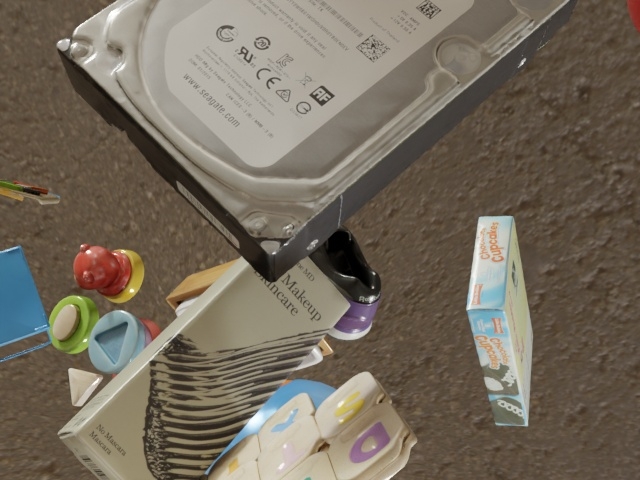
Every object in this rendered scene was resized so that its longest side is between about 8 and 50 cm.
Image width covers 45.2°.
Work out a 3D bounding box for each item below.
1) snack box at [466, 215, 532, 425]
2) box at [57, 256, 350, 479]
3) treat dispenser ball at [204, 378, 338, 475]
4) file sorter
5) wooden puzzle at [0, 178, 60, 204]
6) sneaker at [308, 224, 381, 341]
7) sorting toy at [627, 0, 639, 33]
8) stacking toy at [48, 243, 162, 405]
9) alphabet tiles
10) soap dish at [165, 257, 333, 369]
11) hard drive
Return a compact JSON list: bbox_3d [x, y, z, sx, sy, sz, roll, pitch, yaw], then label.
[{"bbox_3d":[0.296,0.137,1.243,0.060,0.322,0.187,-2,46,21],"label":"snack box"},{"bbox_3d":[-0.104,0.121,0.733,0.113,0.094,0.275,47,60,-8],"label":"box"},{"bbox_3d":[-0.043,0.350,1.138,0.288,0.288,0.288,2,75,-8],"label":"treat dispenser ball"},{"bbox_3d":[-0.576,0.120,1.407,0.118,0.104,0.170,-19,71,-22],"label":"file sorter"},{"bbox_3d":[-0.361,-0.062,0.935,0.079,0.116,0.014,18,94,-8],"label":"wooden puzzle"},{"bbox_3d":[0.000,0.000,1.118,0.107,0.124,0.283,-20,57,-32],"label":"sneaker"},{"bbox_3d":[0.406,-0.254,0.749,0.089,0.255,0.257,-20,53,-6],"label":"sorting toy"},{"bbox_3d":[-0.494,0.181,1.635,0.279,0.130,0.309,-34,61,15],"label":"stacking toy"},{"bbox_3d":[-0.060,0.204,0.551,0.284,0.278,0.021,-38,102,-1],"label":"alphabet tiles"},{"bbox_3d":[-0.138,0.158,1.577,0.229,0.291,0.118,-19,40,19],"label":"soap dish"},{"bbox_3d":[0.006,-0.160,0.596,0.339,0.064,0.237,-40,73,-19],"label":"hard drive"}]
